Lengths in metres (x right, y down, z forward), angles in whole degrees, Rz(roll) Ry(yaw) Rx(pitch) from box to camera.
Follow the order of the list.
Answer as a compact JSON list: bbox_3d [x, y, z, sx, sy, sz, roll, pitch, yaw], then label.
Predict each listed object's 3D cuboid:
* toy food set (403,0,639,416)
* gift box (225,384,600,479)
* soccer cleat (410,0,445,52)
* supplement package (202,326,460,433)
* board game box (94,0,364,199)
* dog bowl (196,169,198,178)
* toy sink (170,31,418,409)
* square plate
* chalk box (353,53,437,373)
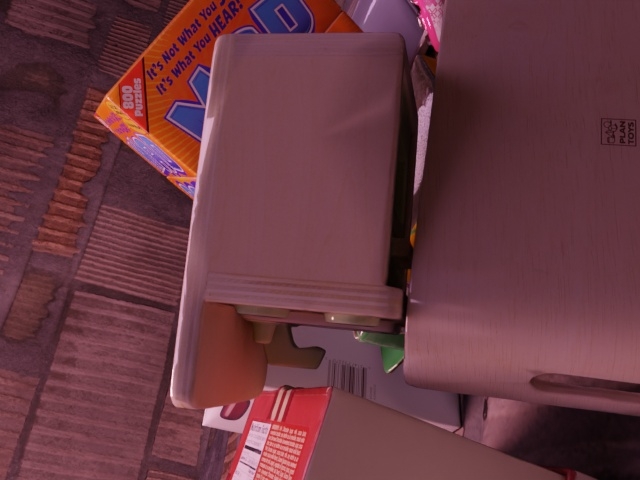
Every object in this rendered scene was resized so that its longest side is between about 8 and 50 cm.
[{"bbox_3d":[0.181,-0.046,0.420,0.092,0.220,0.306,67,-150,-64],"label":"toy food set"},{"bbox_3d":[0.046,0.275,0.485,0.255,0.258,0.276,150,141,-72],"label":"gift box"},{"bbox_3d":[0.199,-0.463,1.023,0.116,0.143,0.331,29,-130,-66],"label":"soccer cleat"},{"bbox_3d":[0.014,0.130,0.781,0.145,0.262,0.204,121,160,-50],"label":"supplement package"},{"bbox_3d":[-0.136,-0.246,1.154,0.356,0.356,0.356,-52,21,-9],"label":"board game box"},{"bbox_3d":[0.014,-0.055,0.866,0.102,0.349,0.349,-66,8,-25],"label":"dog bowl"},{"bbox_3d":[0.000,0.000,0.445,0.153,0.131,0.234,41,-126,-74],"label":"toy sink"},{"bbox_3d":[0.109,-0.351,1.305,0.347,0.049,0.344,-102,28,-44],"label":"square plate"},{"bbox_3d":[0.132,0.004,0.630,0.180,0.179,0.289,-97,25,-57],"label":"chalk box"}]
